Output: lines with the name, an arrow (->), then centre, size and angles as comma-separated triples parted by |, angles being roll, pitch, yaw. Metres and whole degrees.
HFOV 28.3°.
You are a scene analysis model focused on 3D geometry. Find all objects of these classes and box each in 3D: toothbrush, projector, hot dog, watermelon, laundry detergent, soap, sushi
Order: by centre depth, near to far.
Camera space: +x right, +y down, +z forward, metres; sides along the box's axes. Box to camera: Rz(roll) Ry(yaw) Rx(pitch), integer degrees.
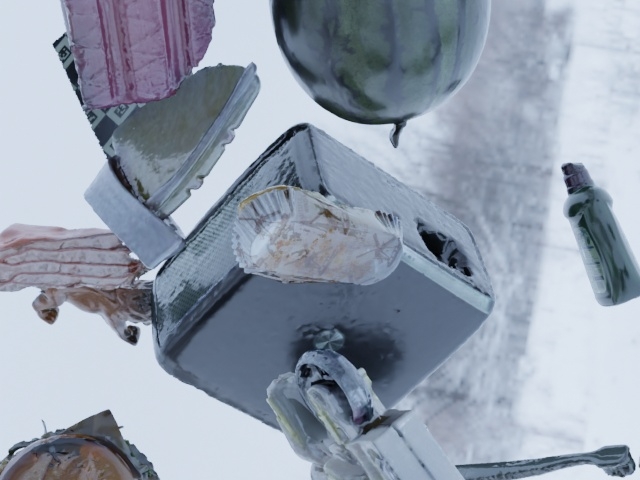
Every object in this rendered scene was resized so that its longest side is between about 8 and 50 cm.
toothbrush -> 0.222, 0.261, 1.434 | 0.030, 0.297, 0.030 | 56, -135, -20
soap -> -0.222, -0.302, 1.507 | 0.289, 0.182, 0.112 | 88, 163, -44
hot dog -> 0.000, 0.000, 1.570 | 0.131, 0.253, 0.069 | -58, 42, 26
watermelon -> 0.073, -0.300, 1.593 | 0.279, 0.279, 0.359 | -66, -32, -61
sushi -> -0.261, -0.243, 1.827 | 0.192, 0.043, 0.279 | -45, -29, -19
laundry detergent -> 0.408, -0.014, 1.886 | 0.144, 0.078, 0.221 | 15, -129, -88
projector -> -0.005, 0.082, 1.989 | 0.405, 0.395, 0.242 | -46, 33, 23

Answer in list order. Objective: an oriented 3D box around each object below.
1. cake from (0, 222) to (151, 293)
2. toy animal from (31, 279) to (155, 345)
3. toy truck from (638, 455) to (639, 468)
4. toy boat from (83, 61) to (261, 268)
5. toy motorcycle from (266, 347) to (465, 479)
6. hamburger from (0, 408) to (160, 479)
cake -> -0.402, 0.033, 1.936 | 0.135, 0.287, 0.098 | -80, -10, -73
toy animal -> -0.375, 0.085, 2.121 | 0.157, 0.312, 0.097 | 127, 158, -52
toy truck -> 0.472, 0.187, 1.403 | 0.257, 0.127, 0.127 | -54, -5, 21
toy boat -> -0.210, -0.111, 1.733 | 0.111, 0.276, 0.293 | 36, -100, -36
toy motorcycle -> 0.069, 0.265, 1.294 | 0.108, 0.340, 0.223 | -34, -7, -31
hamburger -> -0.313, 0.345, 1.596 | 0.138, 0.243, 0.261 | 100, 146, -72
